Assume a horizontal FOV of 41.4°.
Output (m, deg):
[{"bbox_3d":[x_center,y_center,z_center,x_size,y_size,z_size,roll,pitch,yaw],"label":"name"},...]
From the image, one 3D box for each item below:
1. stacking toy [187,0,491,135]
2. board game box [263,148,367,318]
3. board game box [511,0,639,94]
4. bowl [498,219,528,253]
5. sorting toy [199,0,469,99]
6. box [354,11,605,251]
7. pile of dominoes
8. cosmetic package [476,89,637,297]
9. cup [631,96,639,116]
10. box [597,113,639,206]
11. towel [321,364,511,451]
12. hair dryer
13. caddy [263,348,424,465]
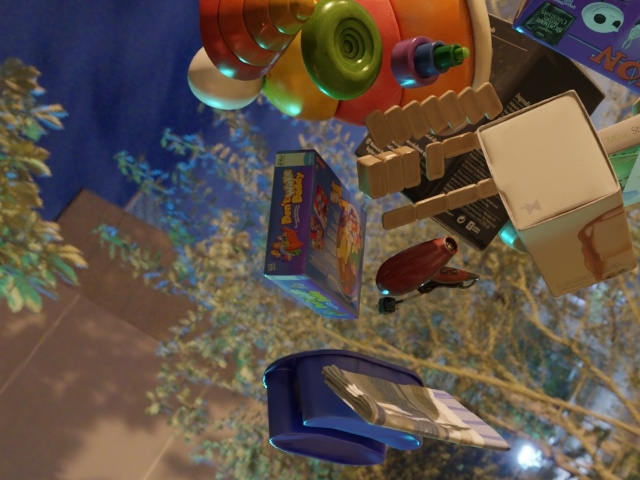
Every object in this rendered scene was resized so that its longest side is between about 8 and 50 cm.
[{"bbox_3d":[0.013,-0.309,1.431,0.479,0.351,0.351,-15,-38,-19],"label":"stacking toy"},{"bbox_3d":[0.000,0.000,1.628,0.347,0.078,0.233,44,-132,-64],"label":"board game box"},{"bbox_3d":[0.362,-0.177,0.714,0.056,0.346,0.208,-65,2,-23],"label":"board game box"},{"bbox_3d":[0.553,-0.073,2.100,0.311,0.311,0.163,80,-172,-64],"label":"bowl"},{"bbox_3d":[0.042,-0.239,0.996,0.365,0.126,0.127,2,-91,-40],"label":"sorting toy"},{"bbox_3d":[0.310,-0.233,1.717,0.212,0.293,0.395,31,-79,-35],"label":"box"},{"bbox_3d":[0.176,-0.137,1.318,0.251,0.040,0.196,-18,-61,-19],"label":"pile of dominoes"},{"bbox_3d":[0.315,-0.048,1.102,0.129,0.153,0.296,-22,-25,16],"label":"cosmetic package"},{"bbox_3d":[0.882,-0.301,1.996,0.331,0.237,0.331,-47,-6,-7],"label":"cup"},{"bbox_3d":[0.581,-0.142,1.579,0.322,0.232,0.058,19,-124,-52],"label":"box"},{"bbox_3d":[0.158,0.283,1.436,0.209,0.285,0.034,32,103,64],"label":"towel"},{"bbox_3d":[0.215,0.056,1.683,0.223,0.080,0.293,-19,-18,-7],"label":"hair dryer"},{"bbox_3d":[0.049,0.312,1.661,0.241,0.341,0.179,-36,44,40],"label":"caddy"}]
